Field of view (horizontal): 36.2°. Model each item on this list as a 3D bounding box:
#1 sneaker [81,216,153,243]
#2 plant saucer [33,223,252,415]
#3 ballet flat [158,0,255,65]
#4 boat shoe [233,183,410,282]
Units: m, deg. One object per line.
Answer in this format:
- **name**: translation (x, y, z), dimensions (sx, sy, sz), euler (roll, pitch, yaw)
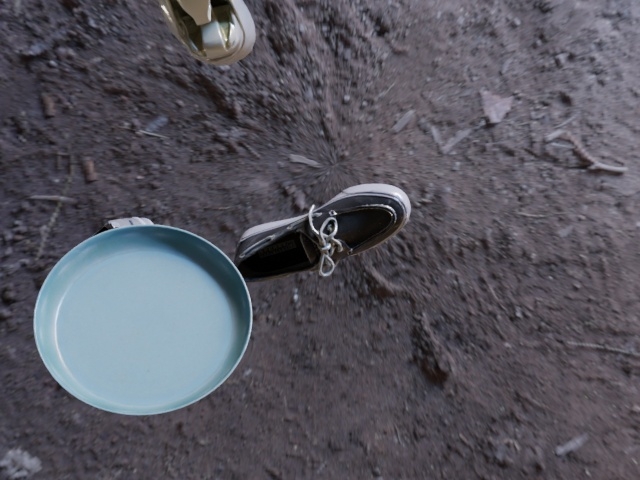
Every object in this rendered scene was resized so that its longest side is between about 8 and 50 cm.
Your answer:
- **sneaker**: translation (-0.405, 0.055, 1.667), dimensions (0.281, 0.115, 0.105), euler (-47, 61, 15)
- **plant saucer**: translation (-0.261, 0.119, 1.458), dimensions (0.317, 0.044, 0.318), euler (3, 58, -5)
- **ballet flat**: translation (-0.195, -0.375, 1.576), dimensions (0.139, 0.400, 0.139), euler (-5, 63, 10)
- **boat shoe**: translation (-0.002, -0.004, 1.588), dimensions (0.306, 0.105, 0.113), euler (-13, 113, 12)
